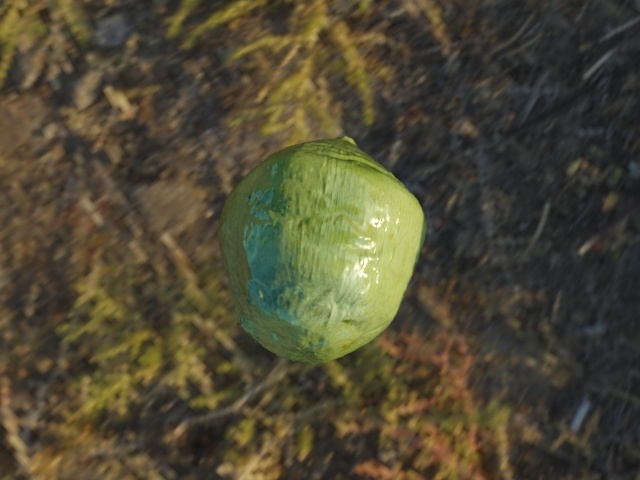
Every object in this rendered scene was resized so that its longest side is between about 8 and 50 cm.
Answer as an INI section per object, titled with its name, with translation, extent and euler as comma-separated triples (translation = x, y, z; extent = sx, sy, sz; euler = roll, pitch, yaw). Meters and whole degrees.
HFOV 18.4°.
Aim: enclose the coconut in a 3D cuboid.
[coconut]
translation = 0.000, 0.000, 0.802
extent = 0.088, 0.096, 0.088
euler = 11, 154, 5
